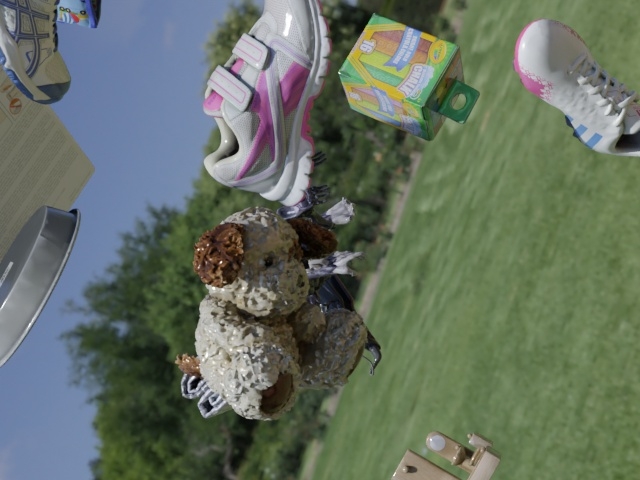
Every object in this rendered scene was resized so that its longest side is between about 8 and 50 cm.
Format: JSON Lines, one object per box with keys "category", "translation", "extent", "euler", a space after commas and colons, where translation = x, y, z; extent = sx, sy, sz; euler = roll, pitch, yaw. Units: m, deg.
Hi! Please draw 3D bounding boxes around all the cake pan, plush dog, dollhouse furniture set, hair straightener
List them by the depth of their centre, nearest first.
{"category": "plush dog", "translation": [-0.078, 0.071, 1.364], "extent": [0.262, 0.211, 0.225], "euler": [-13, -72, -58]}
{"category": "dollhouse furniture set", "translation": [0.186, 0.346, 1.718], "extent": [0.144, 0.123, 0.151], "euler": [-61, -9, 5]}
{"category": "cake pan", "translation": [-0.478, 0.067, 1.809], "extent": [0.293, 0.054, 0.293], "euler": [-48, 24, 29]}
{"category": "hair straightener", "translation": [0.027, 0.132, 1.900], "extent": [0.089, 0.230, 0.047], "euler": [3, -42, -44]}

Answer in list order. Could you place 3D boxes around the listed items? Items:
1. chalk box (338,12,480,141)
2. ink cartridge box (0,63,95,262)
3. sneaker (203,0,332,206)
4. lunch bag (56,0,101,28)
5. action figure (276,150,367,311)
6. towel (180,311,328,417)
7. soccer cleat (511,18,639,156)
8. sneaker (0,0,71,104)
{"category": "chalk box", "translation": [0.160, -0.266, 1.918], "extent": [0.132, 0.213, 0.132], "euler": [-60, -21, -15]}
{"category": "ink cartridge box", "translation": [-0.597, -0.132, 2.052], "extent": [0.308, 0.091, 0.385], "euler": [-61, -33, -24]}
{"category": "sneaker", "translation": [-0.061, -0.159, 1.171], "extent": [0.103, 0.111, 0.252], "euler": [-147, 61, -65]}
{"category": "lunch bag", "translation": [-0.509, -0.510, 2.033], "extent": [0.293, 0.221, 0.138], "euler": [94, -172, -47]}
{"category": "action figure", "translation": [0.000, 0.000, 1.772], "extent": [0.275, 0.141, 0.164], "euler": [82, 174, -50]}
{"category": "towel", "translation": [-0.129, 0.213, 2.279], "extent": [0.283, 0.121, 0.235], "euler": [-47, -13, 14]}
{"category": "soccer cleat", "translation": [0.412, -0.227, 1.707], "extent": [0.331, 0.143, 0.116], "euler": [33, -96, -48]}
{"category": "sneaker", "translation": [-0.360, -0.297, 1.410], "extent": [0.296, 0.131, 0.111], "euler": [69, 177, -46]}
